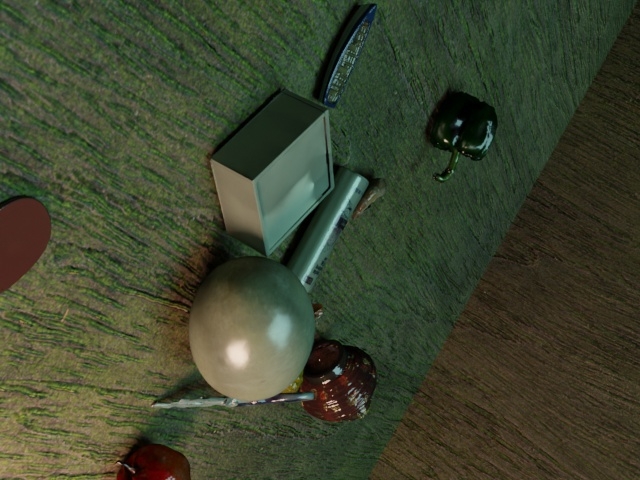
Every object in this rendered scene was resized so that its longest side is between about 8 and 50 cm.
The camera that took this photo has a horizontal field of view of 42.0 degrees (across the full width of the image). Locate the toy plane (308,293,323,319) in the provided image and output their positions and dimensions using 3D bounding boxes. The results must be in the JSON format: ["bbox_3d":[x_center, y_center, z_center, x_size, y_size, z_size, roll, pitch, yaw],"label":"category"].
[{"bbox_3d":[-0.041,0.234,2.161,0.135,0.062,0.188,74,30,-59],"label":"toy plane"}]

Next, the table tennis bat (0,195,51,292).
[{"bbox_3d":[-0.475,0.035,1.167,0.246,0.022,0.138,-48,153,-31],"label":"table tennis bat"}]

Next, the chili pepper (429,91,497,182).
[{"bbox_3d":[0.392,-0.287,2.372,0.165,0.173,0.261,-70,-179,-77],"label":"chili pepper"}]

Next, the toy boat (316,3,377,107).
[{"bbox_3d":[0.053,-0.386,1.720,0.080,0.045,0.229,0,116,-62],"label":"toy boat"}]

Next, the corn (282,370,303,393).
[{"bbox_3d":[-0.131,0.302,2.009,0.130,0.130,0.347,-58,154,-6],"label":"corn"}]

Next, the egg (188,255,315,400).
[{"bbox_3d":[-0.140,0.181,1.691,0.258,0.258,0.352,-41,159,-38],"label":"egg"}]

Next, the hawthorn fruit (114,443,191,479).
[{"bbox_3d":[-0.363,0.502,1.755,0.157,0.157,0.194,-56,138,-12],"label":"hawthorn fruit"}]

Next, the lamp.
[{"bbox_3d":[0.051,0.406,2.363,0.247,0.246,0.247,-45,151,-33],"label":"lamp"}]

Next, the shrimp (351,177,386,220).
[{"bbox_3d":[0.125,-0.108,2.119,0.126,0.047,0.223,-54,176,15],"label":"shrimp"}]

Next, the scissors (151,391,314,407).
[{"bbox_3d":[-0.209,0.361,1.878,0.383,0.255,0.029,15,68,-54],"label":"scissors"}]

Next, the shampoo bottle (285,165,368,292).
[{"bbox_3d":[0.000,0.000,1.999,0.360,0.078,0.134,-62,167,1],"label":"shampoo bottle"}]

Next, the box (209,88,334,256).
[{"bbox_3d":[-0.091,-0.133,1.623,0.225,0.117,0.225,-47,152,-28],"label":"box"}]
